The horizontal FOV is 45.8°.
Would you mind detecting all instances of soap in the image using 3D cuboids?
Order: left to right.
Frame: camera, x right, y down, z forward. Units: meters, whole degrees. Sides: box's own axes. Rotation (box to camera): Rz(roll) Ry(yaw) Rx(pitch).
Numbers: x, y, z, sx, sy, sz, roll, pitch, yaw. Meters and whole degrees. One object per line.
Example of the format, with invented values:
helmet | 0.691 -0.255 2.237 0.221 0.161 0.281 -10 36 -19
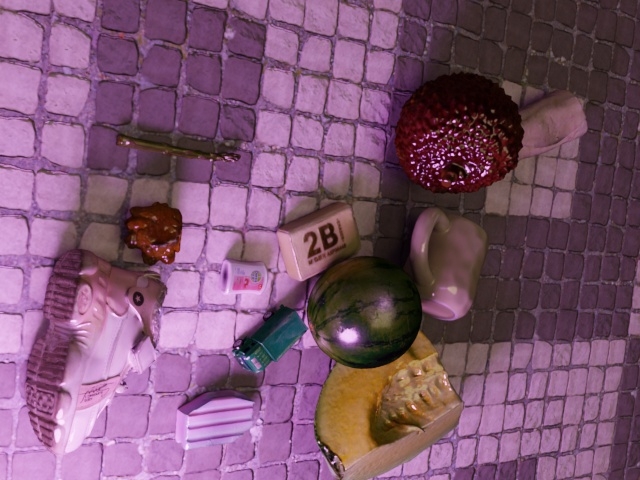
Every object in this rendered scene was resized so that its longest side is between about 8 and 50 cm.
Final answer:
soap | -0.209 0.355 1.517 0.149 0.056 0.100 -1 99 -33

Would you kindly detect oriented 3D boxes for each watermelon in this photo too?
watermelon | 0.093 0.149 1.576 0.242 0.242 0.242 -5 100 -33

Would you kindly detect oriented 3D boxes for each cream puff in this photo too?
cream puff | -0.303 -0.013 1.388 0.122 0.094 0.116 45 67 -5

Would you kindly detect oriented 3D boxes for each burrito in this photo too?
burrito | 0.554 -0.291 1.904 0.299 0.105 0.143 -24 119 -30

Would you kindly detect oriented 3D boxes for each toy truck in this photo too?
toy truck | -0.106 0.204 1.551 0.147 0.079 0.065 -43 118 -19

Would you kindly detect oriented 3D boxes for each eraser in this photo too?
eraser | 0.000 0.000 1.604 0.172 0.058 0.117 -25 110 -29

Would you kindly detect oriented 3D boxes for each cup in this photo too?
cup | 0.276 0.048 1.673 0.173 0.255 0.202 18 69 8

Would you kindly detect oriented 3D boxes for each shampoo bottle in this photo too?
shampoo bottle | -0.149 0.075 1.525 0.099 0.043 0.072 5 94 -34

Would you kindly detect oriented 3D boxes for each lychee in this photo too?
lychee | 0.298 -0.229 1.646 0.276 0.276 0.304 40 50 -31

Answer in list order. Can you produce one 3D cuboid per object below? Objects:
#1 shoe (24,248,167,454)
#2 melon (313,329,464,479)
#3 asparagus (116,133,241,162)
shoe | -0.378 0.199 1.316 0.198 0.172 0.351 12 92 -37
melon | 0.136 0.368 1.659 0.343 0.226 0.331 -26 108 -16
asparagus | -0.262 -0.169 1.429 0.248 0.025 0.024 6 79 -33
